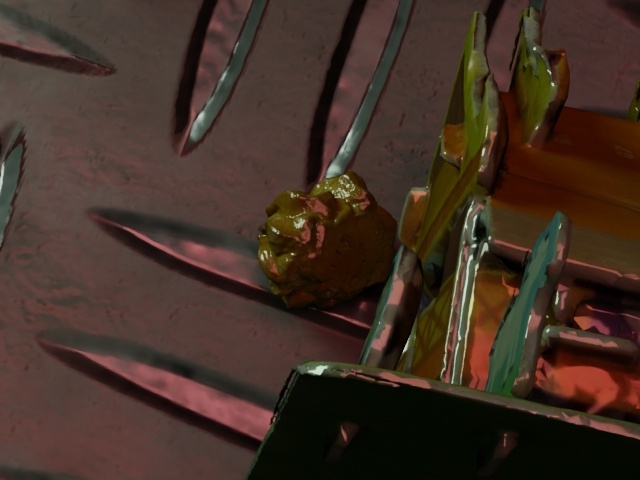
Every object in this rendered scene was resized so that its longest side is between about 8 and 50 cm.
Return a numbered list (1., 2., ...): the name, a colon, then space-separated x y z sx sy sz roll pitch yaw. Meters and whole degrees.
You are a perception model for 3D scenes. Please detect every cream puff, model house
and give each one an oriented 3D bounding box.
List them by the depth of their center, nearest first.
1. model house: 0.103 -0.002 0.791 0.242 0.358 0.313 10 68 -3
2. cream puff: 0.000 0.000 0.942 0.058 0.083 0.083 20 72 44
